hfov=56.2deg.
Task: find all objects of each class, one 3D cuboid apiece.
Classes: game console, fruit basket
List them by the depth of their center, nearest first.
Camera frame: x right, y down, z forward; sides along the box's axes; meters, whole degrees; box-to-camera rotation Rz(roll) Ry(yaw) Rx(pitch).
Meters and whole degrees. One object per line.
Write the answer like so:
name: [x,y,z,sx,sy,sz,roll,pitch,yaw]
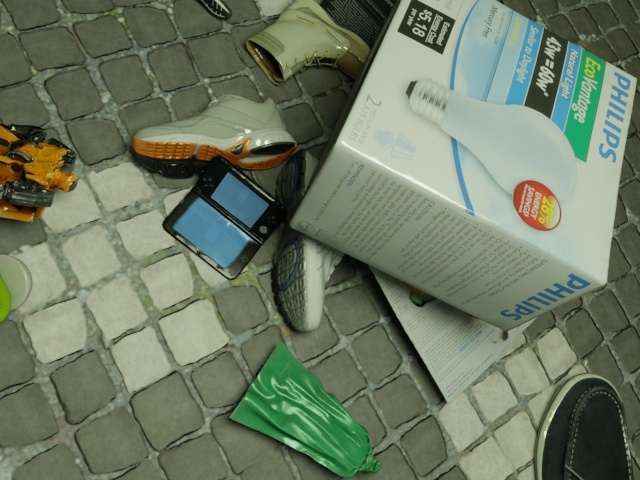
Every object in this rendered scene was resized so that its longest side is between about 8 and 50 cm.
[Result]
game console: [-0.145,-0.035,0.921,0.144,0.124,0.085,39,36,-6]
fruit basket: [0.231,0.037,1.031,0.327,0.165,0.353,-35,103,-27]

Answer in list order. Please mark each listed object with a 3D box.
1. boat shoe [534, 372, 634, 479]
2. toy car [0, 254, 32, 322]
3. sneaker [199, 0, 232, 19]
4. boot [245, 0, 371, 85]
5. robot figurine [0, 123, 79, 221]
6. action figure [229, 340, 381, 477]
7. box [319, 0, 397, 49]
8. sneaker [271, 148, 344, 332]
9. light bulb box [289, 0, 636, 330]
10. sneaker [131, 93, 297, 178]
boat shoe: [0.439,0.454,0.950,0.186,0.156,0.501,24,64,-11]
toy car: [-0.470,0.045,0.742,0.136,0.159,0.182,-37,89,7]
sneaker: [-0.197,-0.436,1.059,0.109,0.040,0.044,40,61,-6]
boot: [-0.011,-0.326,1.076,0.213,0.077,0.165,41,62,1]
robot figurine: [-0.470,-0.114,0.784,0.290,0.085,0.211,21,26,-19]
action figure: [-0.006,0.272,0.881,0.232,0.063,0.137,37,61,-2]
box: [0.197,-0.512,1.090,0.179,0.312,0.343,45,62,-2]
sneaker: [0.000,0.000,0.956,0.129,0.111,0.298,14,70,-29]
light bulb box: [0.203,-0.124,0.842,0.360,0.225,0.358,26,62,-6]
sneaker: [-0.174,-0.176,0.959,0.262,0.099,0.121,-7,67,-31]
